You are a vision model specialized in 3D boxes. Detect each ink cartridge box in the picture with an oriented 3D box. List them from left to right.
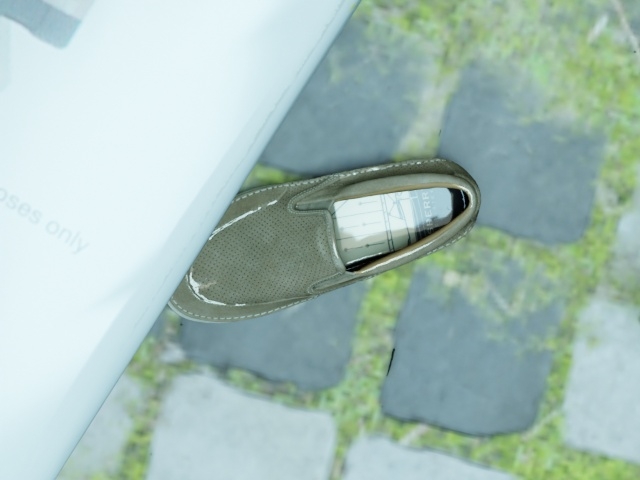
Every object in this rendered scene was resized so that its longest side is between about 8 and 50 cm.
[{"bbox_3d":[-0.061,-0.113,0.467,0.160,0.279,0.385,33,92,-6],"label":"ink cartridge box"}]

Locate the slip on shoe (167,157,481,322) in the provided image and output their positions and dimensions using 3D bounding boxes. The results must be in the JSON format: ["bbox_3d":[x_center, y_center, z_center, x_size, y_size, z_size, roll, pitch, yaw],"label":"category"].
[{"bbox_3d":[0.000,0.000,0.601,0.135,0.041,0.051,-13,97,-3],"label":"slip on shoe"}]
